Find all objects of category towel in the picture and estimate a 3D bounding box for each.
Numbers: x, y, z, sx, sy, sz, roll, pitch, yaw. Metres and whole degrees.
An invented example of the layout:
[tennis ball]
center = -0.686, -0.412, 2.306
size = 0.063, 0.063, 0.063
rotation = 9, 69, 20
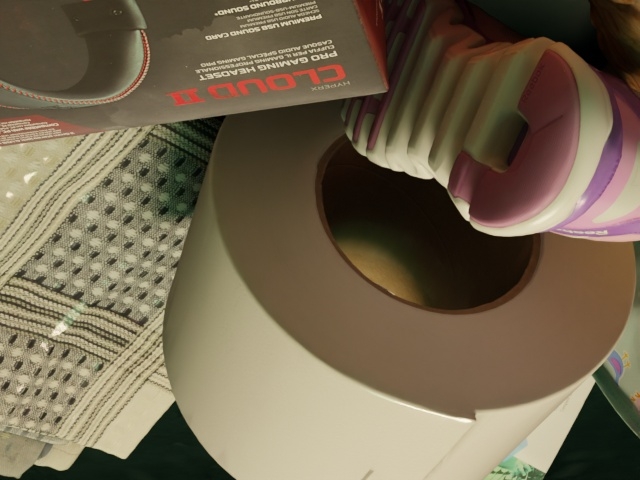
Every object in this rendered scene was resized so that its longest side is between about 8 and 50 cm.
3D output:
[towel]
center = -0.168, 0.039, 0.736
size = 0.324, 0.056, 0.312
rotation = -45, 146, 9

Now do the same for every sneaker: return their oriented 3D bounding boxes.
[sneaker]
center = 0.090, -0.060, 0.520
size = 0.104, 0.095, 0.236
rotation = 13, -161, -26

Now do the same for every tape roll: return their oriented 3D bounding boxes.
[tape roll]
center = 0.038, 0.027, 0.644
size = 0.246, 0.246, 0.169
rotation = 4, 146, -16

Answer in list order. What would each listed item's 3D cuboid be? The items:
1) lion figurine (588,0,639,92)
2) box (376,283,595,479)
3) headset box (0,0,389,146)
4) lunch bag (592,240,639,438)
[lion figurine]
center = 0.216, -0.077, 0.576
size = 0.240, 0.142, 0.392
rotation = 19, 165, 2
[box]
center = 0.093, 0.128, 1.021
size = 0.322, 0.058, 0.232
rotation = 9, 125, -10
[headset box]
center = -0.099, -0.141, 0.417
size = 0.218, 0.110, 0.293
rotation = -6, 159, 11
[lunch bag]
center = 0.310, 0.054, 0.847
size = 0.223, 0.262, 0.160
rotation = 6, 117, -26
